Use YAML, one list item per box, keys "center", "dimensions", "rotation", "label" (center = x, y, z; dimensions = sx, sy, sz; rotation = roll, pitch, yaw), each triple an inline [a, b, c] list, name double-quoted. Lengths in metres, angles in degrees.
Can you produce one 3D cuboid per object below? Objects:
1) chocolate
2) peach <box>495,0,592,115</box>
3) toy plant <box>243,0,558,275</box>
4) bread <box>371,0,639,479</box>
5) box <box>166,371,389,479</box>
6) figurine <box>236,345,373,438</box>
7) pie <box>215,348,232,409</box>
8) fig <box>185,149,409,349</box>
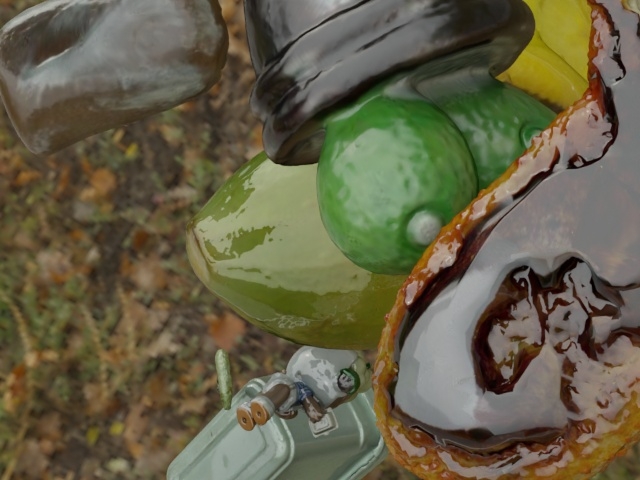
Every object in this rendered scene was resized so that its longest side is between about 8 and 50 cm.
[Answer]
- center: [-0.226, -0.200, 1.572]
  dimensions: [0.254, 0.080, 0.157]
  rotation: [-21, 83, 9]
  label: "chocolate"
- center: [0.157, -0.220, 1.695]
  dimensions: [0.242, 0.306, 0.380]
  rotation: [-40, 58, 47]
  label: "peach"
- center: [0.058, -0.075, 0.883]
  dimensions: [0.175, 0.218, 0.235]
  rotation: [-31, 80, 36]
  label: "toy plant"
- center: [0.124, 0.011, 0.706]
  dimensions: [0.139, 0.095, 0.269]
  rotation: [35, 103, 18]
  label: "bread"
- center: [-0.071, 0.298, 2.121]
  dimensions: [0.312, 0.182, 0.175]
  rotation: [-47, 61, 38]
  label: "box"
- center: [-0.014, 0.181, 1.798]
  dimensions: [0.147, 0.093, 0.197]
  rotation: [-23, 10, 44]
  label: "figurine"
- center: [-0.126, 0.184, 1.984]
  dimensions: [0.021, 0.084, 0.084]
  rotation: [-6, 54, -4]
  label: "pie"
- center: [0.003, -0.003, 1.357]
  dimensions: [0.230, 0.207, 0.207]
  rotation: [-6, 59, 8]
  label: "fig"
